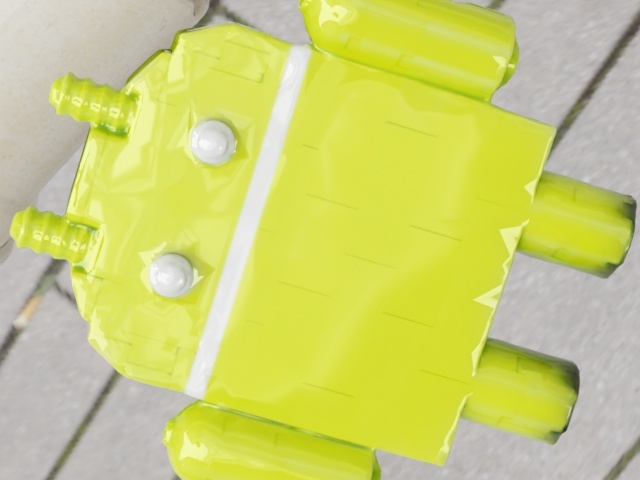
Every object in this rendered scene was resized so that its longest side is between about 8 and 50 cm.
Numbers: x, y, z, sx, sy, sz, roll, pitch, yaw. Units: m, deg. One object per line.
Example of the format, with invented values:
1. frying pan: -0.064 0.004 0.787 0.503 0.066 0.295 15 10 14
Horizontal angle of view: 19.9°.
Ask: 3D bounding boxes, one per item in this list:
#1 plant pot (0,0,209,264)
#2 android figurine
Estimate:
1. plant pot: -0.278 -0.193 1.598 0.305 0.334 0.334 -37 87 12
2. android figurine: 0.000 0.000 0.829 0.273 0.056 0.248 18 96 -11
